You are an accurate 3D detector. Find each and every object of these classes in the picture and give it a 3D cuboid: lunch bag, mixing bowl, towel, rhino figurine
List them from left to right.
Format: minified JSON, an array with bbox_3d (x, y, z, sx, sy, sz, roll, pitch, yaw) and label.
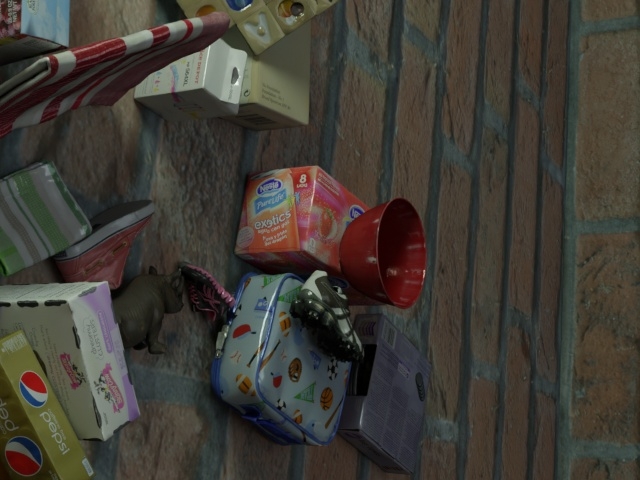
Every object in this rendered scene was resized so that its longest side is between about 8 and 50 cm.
[{"bbox_3d":[-0.353,-0.030,1.243,0.113,0.023,0.152,57,35,-3],"label":"towel"},{"bbox_3d":[-0.277,-0.189,1.218,0.329,0.237,0.037,-35,100,-56],"label":"towel"},{"bbox_3d":[-0.248,0.104,1.401,0.243,0.073,0.106,-45,128,-54],"label":"rhino figurine"},{"bbox_3d":[-0.061,0.202,1.674,0.303,0.114,0.243,47,51,-49],"label":"lunch bag"},{"bbox_3d":[0.093,0.023,1.680,0.181,0.098,0.182,11,77,-59],"label":"mixing bowl"}]

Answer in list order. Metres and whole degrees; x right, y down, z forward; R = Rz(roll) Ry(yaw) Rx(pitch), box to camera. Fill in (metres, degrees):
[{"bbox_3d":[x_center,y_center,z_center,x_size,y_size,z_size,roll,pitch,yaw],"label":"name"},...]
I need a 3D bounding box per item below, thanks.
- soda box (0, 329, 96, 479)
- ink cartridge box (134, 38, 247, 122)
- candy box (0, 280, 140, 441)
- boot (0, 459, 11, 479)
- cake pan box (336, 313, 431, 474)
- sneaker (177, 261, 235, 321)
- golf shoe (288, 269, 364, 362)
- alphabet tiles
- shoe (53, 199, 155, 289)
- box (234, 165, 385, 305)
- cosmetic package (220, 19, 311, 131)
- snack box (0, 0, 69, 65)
[{"bbox_3d":[-0.315,0.192,1.095,0.181,0.061,0.058,64,21,-3],"label":"soda box"},{"bbox_3d":[-0.179,-0.235,1.478,0.090,0.143,0.092,32,60,-55],"label":"ink cartridge box"},{"bbox_3d":[-0.315,0.135,1.158,0.070,0.196,0.165,-31,114,-58],"label":"candy box"},{"bbox_3d":[-0.438,0.256,1.051,0.295,0.104,0.211,59,46,-33],"label":"boot"},{"bbox_3d":[0.127,0.305,2.029,0.267,0.070,0.246,46,47,-49],"label":"cake pan box"},{"bbox_3d":[-0.180,0.080,1.553,0.057,0.047,0.119,-51,126,-13],"label":"sneaker"},{"bbox_3d":[0.027,0.125,1.638,0.198,0.077,0.094,57,45,-46],"label":"golf shoe"},{"bbox_3d":[-0.118,-0.463,1.515,0.285,0.011,0.343,-37,109,-11],"label":"alphabet tiles"},{"bbox_3d":[-0.279,0.012,1.369,0.178,0.063,0.081,-39,122,-48],"label":"shoe"},{"bbox_3d":[0.000,0.000,1.764,0.300,0.142,0.154,36,57,-53],"label":"box"},{"bbox_3d":[-0.099,-0.346,1.661,0.160,0.113,0.310,12,77,-59],"label":"cosmetic package"},{"bbox_3d":[-0.360,-0.279,1.107,0.070,0.207,0.175,8,79,-52],"label":"snack box"}]
